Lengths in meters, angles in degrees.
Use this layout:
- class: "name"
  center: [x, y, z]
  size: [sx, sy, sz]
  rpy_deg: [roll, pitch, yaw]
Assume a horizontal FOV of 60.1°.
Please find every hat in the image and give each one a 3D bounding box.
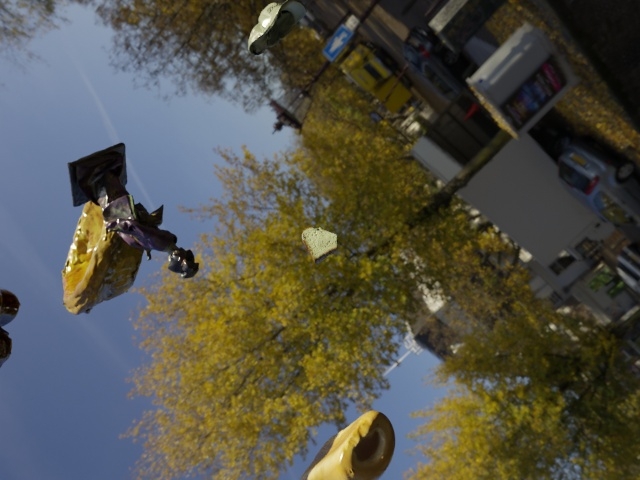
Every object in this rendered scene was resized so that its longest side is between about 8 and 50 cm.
- class: "hat"
  center: [-0.110, -0.510, 1.285]
  size: [0.081, 0.122, 0.166]
  rpy_deg: [61, 157, -6]

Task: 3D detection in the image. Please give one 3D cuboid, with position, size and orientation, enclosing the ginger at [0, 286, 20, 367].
- class: "ginger"
  center: [-0.780, 0.159, 1.103]
  size: [0.418, 0.176, 0.255]
  rpy_deg: [64, -158, -61]

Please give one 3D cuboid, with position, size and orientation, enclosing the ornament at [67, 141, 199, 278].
- class: "ornament"
  center: [-0.232, -0.018, 0.707]
  size: [0.203, 0.081, 0.088]
  rpy_deg: [47, -124, 11]

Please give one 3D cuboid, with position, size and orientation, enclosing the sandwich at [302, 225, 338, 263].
- class: "sandwich"
  center: [0.000, 0.000, 1.515]
  size: [0.105, 0.093, 0.036]
  rpy_deg: [57, 180, 19]

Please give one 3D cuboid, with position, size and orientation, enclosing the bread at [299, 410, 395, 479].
- class: "bread"
  center: [0.048, 0.409, 1.016]
  size: [0.091, 0.305, 0.142]
  rpy_deg: [35, -124, 4]

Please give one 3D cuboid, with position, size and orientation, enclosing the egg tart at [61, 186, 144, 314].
- class: "egg tart"
  center: [-0.579, 0.020, 1.511]
  size: [0.168, 0.388, 0.388]
  rpy_deg: [17, -154, -30]
